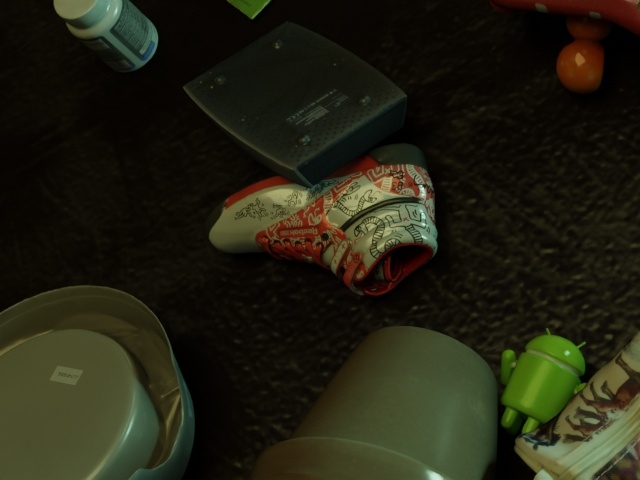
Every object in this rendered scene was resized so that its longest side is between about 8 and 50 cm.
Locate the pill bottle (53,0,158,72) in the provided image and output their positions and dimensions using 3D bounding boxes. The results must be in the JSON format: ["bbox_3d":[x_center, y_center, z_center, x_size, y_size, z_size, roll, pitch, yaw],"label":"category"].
[{"bbox_3d":[-0.263,-0.268,2.121,0.078,0.137,0.078,-10,65,21],"label":"pill bottle"}]

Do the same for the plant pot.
[{"bbox_3d":[0.078,0.217,1.711,0.263,0.263,0.229,4,52,27],"label":"plant pot"}]

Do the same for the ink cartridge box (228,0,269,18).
[{"bbox_3d":[-0.071,-0.426,2.123,0.255,0.097,0.189,-49,57,-2],"label":"ink cartridge box"}]

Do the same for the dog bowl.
[{"bbox_3d":[-0.294,0.218,1.903,0.348,0.102,0.349,-15,47,17],"label":"dog bowl"}]

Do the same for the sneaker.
[{"bbox_3d":[0.000,-0.001,1.910,0.270,0.090,0.145,-18,60,15],"label":"sneaker"}]

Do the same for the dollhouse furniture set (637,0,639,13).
[{"bbox_3d":[0.537,-0.214,1.535,0.394,0.256,0.362,43,110,1],"label":"dollhouse furniture set"}]

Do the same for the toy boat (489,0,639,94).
[{"bbox_3d":[0.291,-0.232,1.862,0.231,0.151,0.151,12,104,29],"label":"toy boat"}]

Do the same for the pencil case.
[{"bbox_3d":[0.368,0.114,1.633,0.410,0.183,0.160,-45,57,3],"label":"pencil case"}]

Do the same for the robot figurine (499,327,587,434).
[{"bbox_3d":[0.225,0.146,1.754,0.101,0.067,0.115,22,79,26],"label":"robot figurine"}]

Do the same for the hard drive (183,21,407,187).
[{"bbox_3d":[-0.028,-0.152,1.956,0.172,0.054,0.254,-34,40,-16],"label":"hard drive"}]
